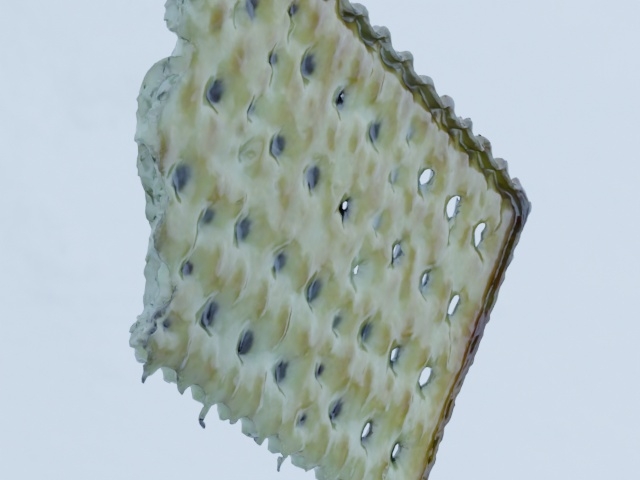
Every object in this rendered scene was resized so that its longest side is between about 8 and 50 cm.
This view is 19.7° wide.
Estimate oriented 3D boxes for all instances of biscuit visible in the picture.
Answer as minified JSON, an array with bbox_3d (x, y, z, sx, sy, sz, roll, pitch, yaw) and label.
[{"bbox_3d":[0.001,0.000,0.581,0.016,0.144,0.203,10,162,38],"label":"biscuit"}]
